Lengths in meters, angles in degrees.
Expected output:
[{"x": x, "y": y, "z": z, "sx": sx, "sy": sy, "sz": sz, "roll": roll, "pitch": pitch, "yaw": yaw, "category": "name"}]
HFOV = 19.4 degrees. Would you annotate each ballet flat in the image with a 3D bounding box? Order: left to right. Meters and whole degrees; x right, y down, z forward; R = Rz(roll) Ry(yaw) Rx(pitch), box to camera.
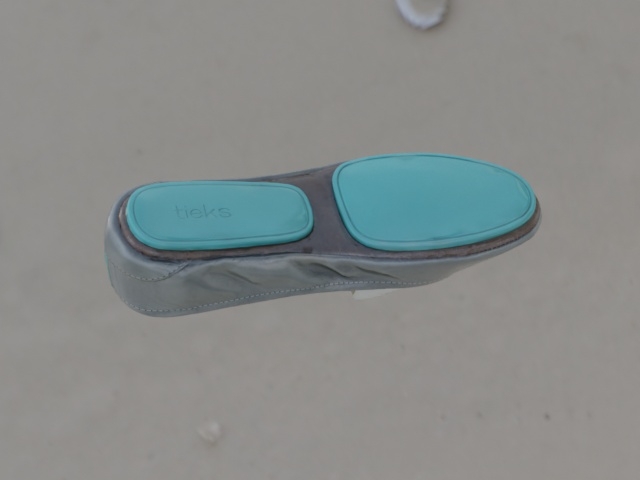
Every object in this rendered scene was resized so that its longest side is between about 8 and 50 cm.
[{"x": 0.000, "y": 0.000, "z": 0.915, "sx": 0.213, "sy": 0.068, "sz": 0.072, "roll": -4, "pitch": 50, "yaw": -11, "category": "ballet flat"}]
